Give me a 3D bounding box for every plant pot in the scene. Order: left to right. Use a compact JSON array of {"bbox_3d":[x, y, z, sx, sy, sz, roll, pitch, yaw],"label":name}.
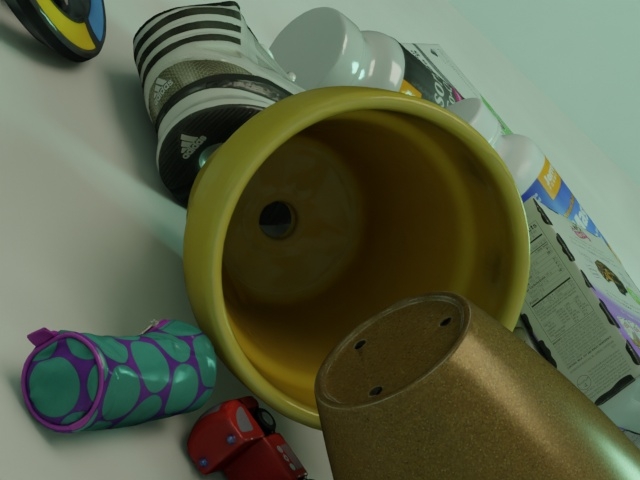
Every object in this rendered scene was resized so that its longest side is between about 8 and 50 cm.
[{"bbox_3d":[0.000,0.000,1.168,0.254,0.254,0.239,41,-6,-22],"label":"plant pot"},{"bbox_3d":[0.107,0.169,1.003,0.254,0.237,0.237,56,15,-22],"label":"plant pot"}]

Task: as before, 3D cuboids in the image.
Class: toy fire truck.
[{"bbox_3d":[-0.037,0.196,1.003,0.192,0.047,0.135,54,19,13],"label":"toy fire truck"}]

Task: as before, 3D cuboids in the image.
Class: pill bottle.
[{"bbox_3d":[0.068,-0.146,1.737,0.278,0.162,0.162,33,24,-39],"label":"pill bottle"},{"bbox_3d":[0.212,-0.023,1.662,0.272,0.152,0.152,52,17,-19],"label":"pill bottle"}]

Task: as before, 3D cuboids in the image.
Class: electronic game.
[{"bbox_3d":[-0.254,-0.269,1.332,0.229,0.048,0.229,-20,90,-77],"label":"electronic game"}]

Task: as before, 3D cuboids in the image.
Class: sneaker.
[{"bbox_3d":[-0.005,-0.111,1.490,0.447,0.169,0.257,27,30,-43],"label":"sneaker"}]

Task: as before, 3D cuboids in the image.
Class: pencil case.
[{"bbox_3d":[-0.131,0.087,0.979,0.152,0.064,0.070,2,64,-66],"label":"pencil case"}]

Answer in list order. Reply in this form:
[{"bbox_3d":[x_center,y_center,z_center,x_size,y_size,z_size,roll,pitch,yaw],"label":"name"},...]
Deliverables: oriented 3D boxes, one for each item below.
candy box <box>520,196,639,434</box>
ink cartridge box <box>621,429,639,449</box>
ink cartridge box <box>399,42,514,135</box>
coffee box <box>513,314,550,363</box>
[{"bbox_3d":[0.245,0.072,1.325,0.165,0.070,0.196,23,32,-53],"label":"candy box"},{"bbox_3d":[0.338,0.252,1.595,0.082,0.139,0.191,44,18,1],"label":"ink cartridge box"},{"bbox_3d":[0.151,-0.162,2.027,0.198,0.115,0.273,51,19,6],"label":"ink cartridge box"},{"bbox_3d":[0.146,0.123,1.374,0.119,0.168,0.297,38,21,-30],"label":"coffee box"}]
